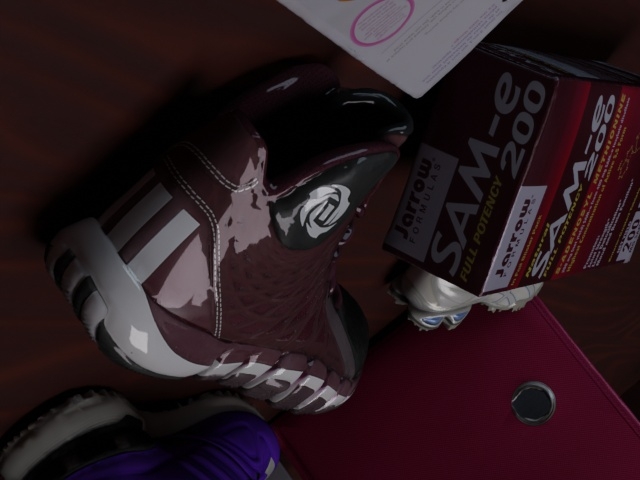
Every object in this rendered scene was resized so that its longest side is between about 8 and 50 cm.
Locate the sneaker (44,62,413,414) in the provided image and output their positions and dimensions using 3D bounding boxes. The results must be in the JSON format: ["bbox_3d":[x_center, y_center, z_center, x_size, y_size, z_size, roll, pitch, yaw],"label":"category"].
[{"bbox_3d":[0.000,0.000,0.614,0.162,0.106,0.281,-45,159,11],"label":"sneaker"}]

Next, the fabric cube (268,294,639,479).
[{"bbox_3d":[0.149,0.203,1.099,0.258,0.254,0.259,-37,161,3],"label":"fabric cube"}]

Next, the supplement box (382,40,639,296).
[{"bbox_3d":[0.144,-0.047,0.739,0.239,0.073,0.130,-7,119,-55],"label":"supplement box"}]

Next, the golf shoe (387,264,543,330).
[{"bbox_3d":[0.137,0.013,0.940,0.176,0.069,0.086,-20,148,-43],"label":"golf shoe"}]

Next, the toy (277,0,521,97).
[{"bbox_3d":[0.025,-0.142,0.410,0.137,0.056,0.237,-40,156,16],"label":"toy"}]

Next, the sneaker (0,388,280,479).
[{"bbox_3d":[-0.090,0.187,0.801,0.102,0.146,0.293,-43,159,12],"label":"sneaker"}]

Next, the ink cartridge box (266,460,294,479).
[{"bbox_3d":[-0.038,0.280,1.117,0.078,0.134,0.231,-35,160,-11],"label":"ink cartridge box"}]
